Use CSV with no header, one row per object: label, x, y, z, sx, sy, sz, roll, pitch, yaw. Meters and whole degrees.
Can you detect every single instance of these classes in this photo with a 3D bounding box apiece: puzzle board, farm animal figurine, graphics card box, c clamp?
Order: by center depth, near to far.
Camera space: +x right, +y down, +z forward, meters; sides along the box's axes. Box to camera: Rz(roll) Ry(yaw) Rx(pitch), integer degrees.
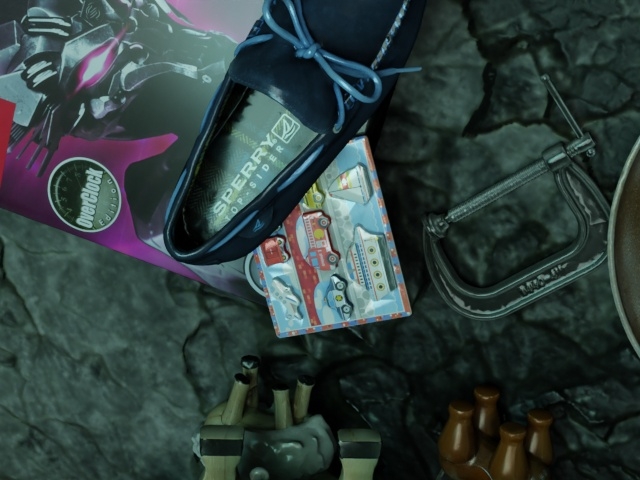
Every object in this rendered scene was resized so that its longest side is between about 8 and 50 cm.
farm animal figurine,0.032,0.235,0.846,0.326,0.330,0.172,9,113,11
puzzle board,0.000,0.000,0.850,0.096,0.011,0.128,-11,107,15
graphics card box,-0.138,-0.116,0.900,0.370,0.094,0.233,20,111,6
c clamp,0.135,-0.020,0.901,0.160,0.022,0.137,-36,101,21

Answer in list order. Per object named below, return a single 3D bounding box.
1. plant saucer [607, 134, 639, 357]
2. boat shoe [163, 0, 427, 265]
plant saucer,0.347,0.001,0.833,0.310,0.050,0.311,4,109,13
boat shoe,-0.010,-0.086,0.775,0.109,0.089,0.258,28,105,7
